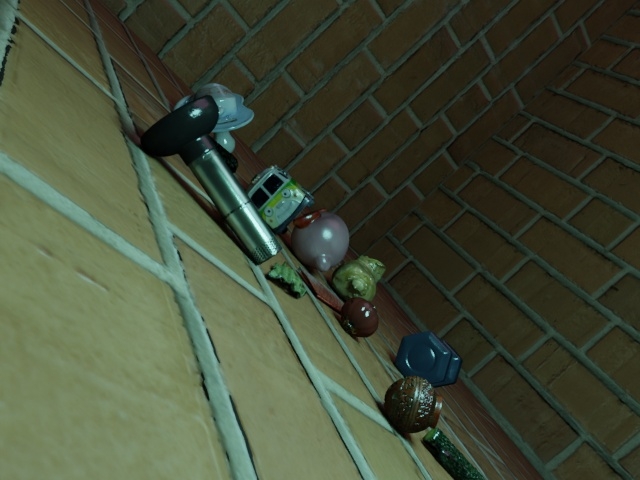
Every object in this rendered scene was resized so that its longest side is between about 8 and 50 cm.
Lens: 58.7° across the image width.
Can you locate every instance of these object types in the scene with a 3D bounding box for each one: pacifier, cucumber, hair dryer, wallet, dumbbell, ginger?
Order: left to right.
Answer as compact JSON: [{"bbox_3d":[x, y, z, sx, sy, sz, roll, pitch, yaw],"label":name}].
[{"bbox_3d":[-0.218,-0.104,1.144,0.320,0.155,0.284,59,-19,-16],"label":"hair dryer"},{"bbox_3d":[-0.334,-0.369,1.815,0.287,0.238,0.226,-129,-154,-49],"label":"pacifier"},{"bbox_3d":[-0.277,-0.225,1.542,0.072,0.072,0.300,48,4,11],"label":"cucumber"},{"bbox_3d":[0.015,0.138,1.450,0.103,0.020,0.196,50,5,38],"label":"wallet"},{"bbox_3d":[0.110,0.121,1.745,0.138,0.152,0.267,45,24,0],"label":"ginger"},{"bbox_3d":[0.323,0.355,1.665,0.156,0.143,0.316,48,5,25],"label":"dumbbell"},{"bbox_3d":[0.293,0.463,1.084,0.257,0.043,0.044,48,9,-1],"label":"cucumber"}]

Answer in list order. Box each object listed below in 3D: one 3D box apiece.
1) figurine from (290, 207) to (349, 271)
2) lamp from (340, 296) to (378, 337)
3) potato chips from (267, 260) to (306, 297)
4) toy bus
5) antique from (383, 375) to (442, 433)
[{"bbox_3d":[0.000,0.000,1.601,0.173,0.173,0.173,47,4,-5],"label":"figurine"},{"bbox_3d":[0.092,0.183,1.349,0.101,0.090,0.101,36,-41,38],"label":"lamp"},{"bbox_3d":[-0.062,0.081,1.158,0.092,0.028,0.207,46,3,0],"label":"potato chips"},{"bbox_3d":[-0.127,-0.133,1.709,0.179,0.143,0.305,44,5,-8],"label":"toy bus"},{"bbox_3d":[0.161,0.290,1.008,0.104,0.104,0.104,47,4,-5],"label":"antique"}]
